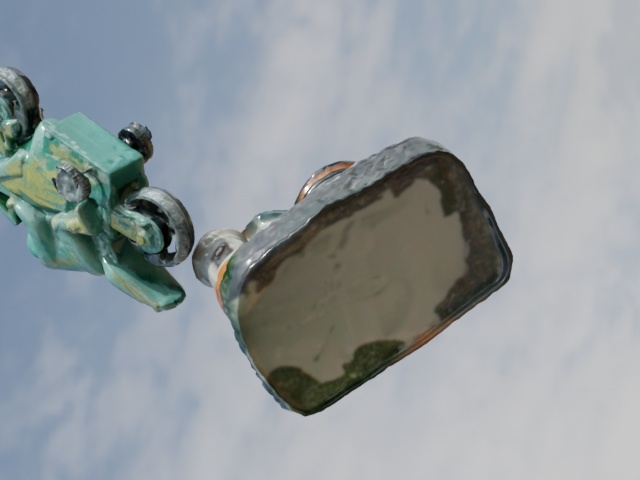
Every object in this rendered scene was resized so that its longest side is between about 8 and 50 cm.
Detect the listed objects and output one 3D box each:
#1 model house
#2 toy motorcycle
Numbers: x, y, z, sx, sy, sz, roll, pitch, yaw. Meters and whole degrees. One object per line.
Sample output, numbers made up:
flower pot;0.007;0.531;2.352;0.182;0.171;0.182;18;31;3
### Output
model house;0.000;0.000;1.882;0.271;0.301;0.190;-35;-65;-7
toy motorcycle;-0.249;-0.038;1.907;0.109;0.296;0.198;-33;-33;-41
